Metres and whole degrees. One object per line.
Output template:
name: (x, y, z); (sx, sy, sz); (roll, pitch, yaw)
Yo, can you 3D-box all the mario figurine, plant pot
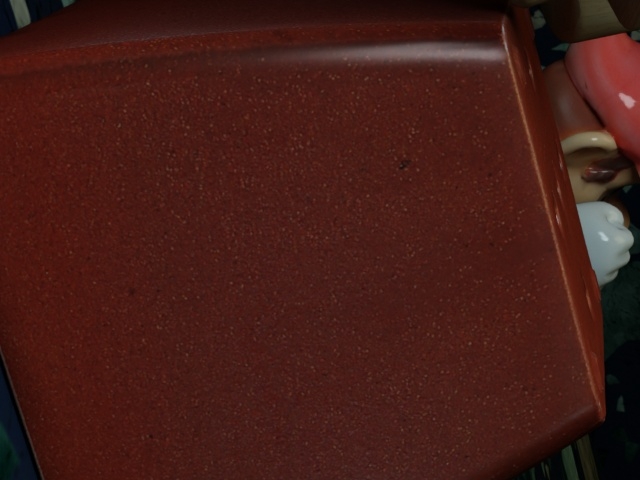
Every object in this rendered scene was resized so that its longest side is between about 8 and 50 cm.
mario figurine: (0.118, -0.026, 1.245); (0.170, 0.320, 0.198); (52, 28, -63)
plant pot: (0.000, 0.000, 0.873); (0.267, 0.235, 0.267); (-62, 136, -74)

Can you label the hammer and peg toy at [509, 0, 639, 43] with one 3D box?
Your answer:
hammer and peg toy: (0.098, -0.231, 0.783); (0.361, 0.127, 0.266); (103, -33, -70)
